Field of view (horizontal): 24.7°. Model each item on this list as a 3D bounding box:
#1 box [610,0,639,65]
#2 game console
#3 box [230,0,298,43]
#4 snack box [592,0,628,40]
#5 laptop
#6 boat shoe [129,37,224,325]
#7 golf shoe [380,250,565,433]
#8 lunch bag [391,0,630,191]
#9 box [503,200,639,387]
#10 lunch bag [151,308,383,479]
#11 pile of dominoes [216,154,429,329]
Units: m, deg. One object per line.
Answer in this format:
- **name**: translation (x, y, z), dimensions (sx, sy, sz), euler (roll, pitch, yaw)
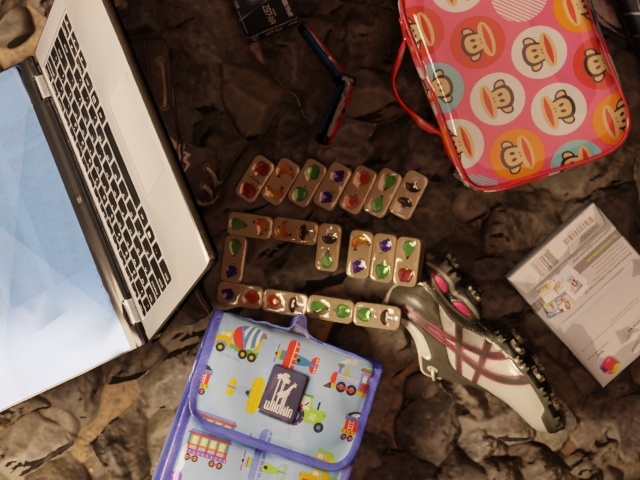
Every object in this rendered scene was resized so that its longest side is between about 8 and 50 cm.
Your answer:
- **box**: translation (0.552, -0.269, 1.575), dimensions (0.297, 0.480, 0.472), euler (-28, 96, -9)
- **game console**: translation (-0.008, -0.184, 1.729), dimensions (0.085, 0.144, 0.124), euler (22, 94, -4)
- **box**: translation (-0.072, -0.287, 1.763), dimensions (0.067, 0.018, 0.083), euler (-22, 73, -1)
- **snack box**: translation (0.374, -0.287, 1.804), dimensions (0.178, 0.022, 0.064), euler (27, 91, -6)
- **laptop**: translation (-0.336, -0.046, 1.608), dimensions (0.236, 0.408, 0.382), euler (-17, 76, -27)
- **boat shoe**: translation (-0.180, -0.075, 1.735), dimensions (0.130, 0.132, 0.355), euler (-18, 97, -2)
- **golf shoe**: translation (0.190, 0.143, 1.803), dimensions (0.120, 0.105, 0.273), euler (-41, 88, 10)
- **lunch bag**: translation (0.213, -0.208, 1.747), dimensions (0.258, 0.120, 0.293), euler (-18, 97, 7)
- **box**: translation (0.344, 0.067, 1.827), dimensions (0.145, 0.038, 0.186), euler (-42, 95, 1)
- **lunch bag**: translation (-0.065, 0.229, 1.773), dimensions (0.221, 0.138, 0.293), euler (19, 89, -8)
- **pile of dominoes**: translation (0.000, 0.000, 1.764), dimensions (0.251, 0.040, 0.196), euler (7, 94, 12)
